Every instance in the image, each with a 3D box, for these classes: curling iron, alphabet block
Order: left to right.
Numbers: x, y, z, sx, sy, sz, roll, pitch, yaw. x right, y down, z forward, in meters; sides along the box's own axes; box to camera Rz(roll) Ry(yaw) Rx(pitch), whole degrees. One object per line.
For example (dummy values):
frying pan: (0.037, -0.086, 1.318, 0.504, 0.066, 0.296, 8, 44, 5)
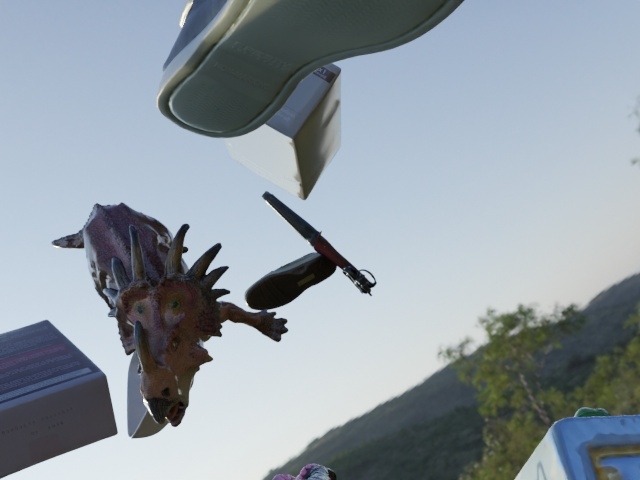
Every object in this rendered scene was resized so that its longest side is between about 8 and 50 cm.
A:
curling iron: (0.000, 0.000, 1.355, 0.035, 0.274, 0.068, -45, -9, -13)
alphabet block: (0.310, 0.300, 0.732, 0.194, 0.192, 0.197, 1, -40, -7)

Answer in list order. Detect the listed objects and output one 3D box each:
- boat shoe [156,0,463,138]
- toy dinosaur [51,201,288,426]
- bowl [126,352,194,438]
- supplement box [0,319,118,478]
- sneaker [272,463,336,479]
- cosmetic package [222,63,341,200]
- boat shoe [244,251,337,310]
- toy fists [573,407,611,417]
boat shoe: (-0.016, -0.164, 0.490, 0.114, 0.091, 0.303, 24, -29, -38)
toy dinosaur: (-0.157, 0.032, 0.663, 0.127, 0.296, 0.200, -46, -29, -9)
bowl: (-0.209, 0.176, 0.979, 0.053, 0.142, 0.142, 15, -56, -27)
supplement box: (-0.327, 0.163, 0.815, 0.130, 0.073, 0.239, -16, 18, -30)
sneaker: (-0.003, 0.253, 0.744, 0.057, 0.047, 0.119, -4, -8, 24)
cosmetic package: (-0.049, -0.146, 0.881, 0.107, 0.127, 0.238, -58, -10, -8)
boat shoe: (-0.063, 0.074, 1.400, 0.190, 0.068, 0.072, -22, 22, -20)
toy fists: (0.524, 0.410, 1.264, 0.096, 0.279, 0.142, -32, -25, 3)
